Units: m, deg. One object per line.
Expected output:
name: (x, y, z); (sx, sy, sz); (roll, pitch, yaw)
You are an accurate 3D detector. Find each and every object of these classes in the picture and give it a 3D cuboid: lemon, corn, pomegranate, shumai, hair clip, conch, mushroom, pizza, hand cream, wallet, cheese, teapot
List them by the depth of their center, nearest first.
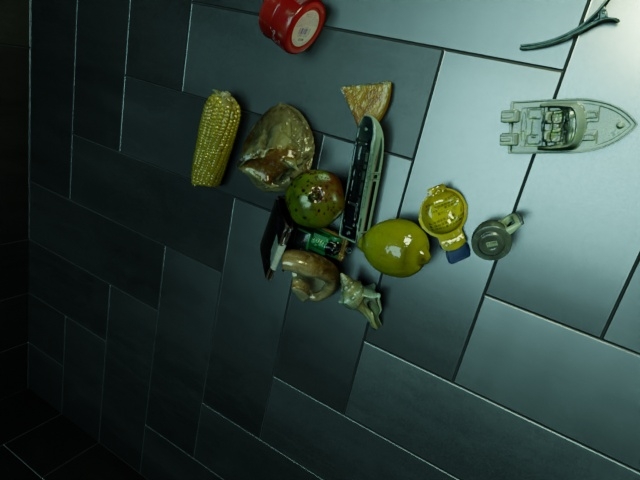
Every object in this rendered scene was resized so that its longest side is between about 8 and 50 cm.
hair clip: (0.631, -0.535, 1.256); (0.229, 0.039, 0.070); (-19, 93, 33)
teapot: (0.499, -0.026, 1.407); (0.111, 0.108, 0.149); (22, 121, 5)
cheese: (0.383, -0.049, 1.484); (0.156, 0.064, 0.250); (-21, 101, -2)
lemon: (0.232, 0.021, 1.535); (0.248, 0.184, 0.184); (13, 108, 31)
hand cream: (-0.088, -0.701, 1.544); (0.125, 0.193, 0.193); (43, 119, 17)
pizza: (0.133, -0.437, 1.568); (0.176, 0.036, 0.184); (28, 116, 24)
pomegranate: (-0.007, -0.121, 1.604); (0.198, 0.246, 0.198); (-11, 56, 16)
shumai: (-0.169, -0.312, 1.623); (0.267, 0.262, 0.314); (12, 98, 13)
conch: (0.147, 0.190, 1.674); (0.234, 0.114, 0.137); (30, 133, -18)
mushroom: (-0.017, 0.117, 1.683); (0.151, 0.285, 0.156); (-7, 56, 21)
wallet: (-0.158, -0.013, 1.728); (0.071, 0.262, 0.221); (17, 115, -18)
corn: (-0.394, -0.366, 1.832); (0.144, 0.144, 0.387); (28, 117, 22)

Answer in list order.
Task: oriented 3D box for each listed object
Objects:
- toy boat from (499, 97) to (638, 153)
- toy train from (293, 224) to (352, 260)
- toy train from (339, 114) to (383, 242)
toy boat: (0.638, -0.298, 1.274); (0.319, 0.092, 0.141); (5, 106, 28)
toy train: (0.000, 0.000, 1.688); (0.228, 0.136, 0.091); (26, 113, 24)
toy train: (0.146, -0.197, 1.582); (0.086, 0.088, 0.407); (27, 115, 44)
